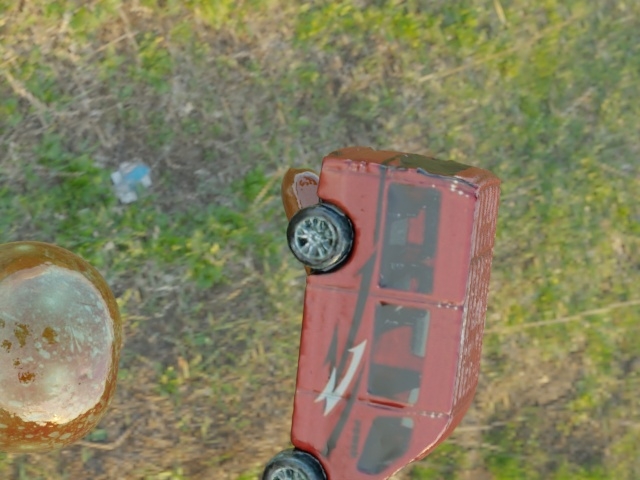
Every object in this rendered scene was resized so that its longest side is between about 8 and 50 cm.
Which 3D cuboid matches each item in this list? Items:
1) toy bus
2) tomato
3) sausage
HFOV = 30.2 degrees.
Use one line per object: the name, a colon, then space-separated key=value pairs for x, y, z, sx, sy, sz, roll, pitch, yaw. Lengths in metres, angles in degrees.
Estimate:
toy bus: x=0.032 y=0.054 z=0.588 sx=0.081 sy=0.089 sz=0.195 roll=-17 pitch=115 yaw=-69
tomato: x=-0.385 y=0.133 z=1.486 sx=0.222 sy=0.270 sz=0.270 roll=3 pitch=78 yaw=-47
sausage: x=0.000 y=0.000 z=0.993 sx=0.041 sy=0.039 sz=0.131 roll=-19 pitch=86 yaw=-10
